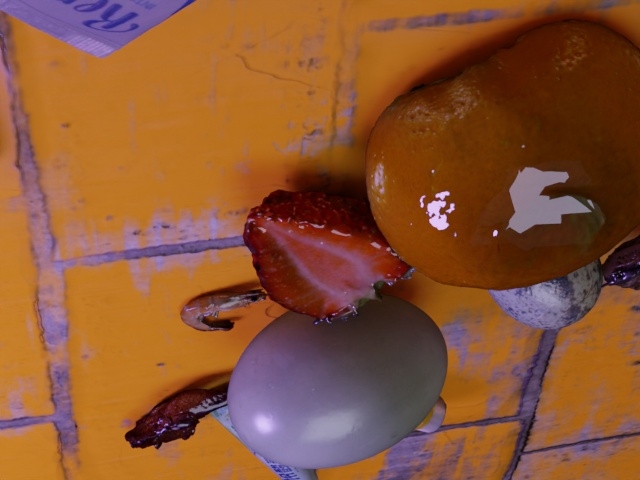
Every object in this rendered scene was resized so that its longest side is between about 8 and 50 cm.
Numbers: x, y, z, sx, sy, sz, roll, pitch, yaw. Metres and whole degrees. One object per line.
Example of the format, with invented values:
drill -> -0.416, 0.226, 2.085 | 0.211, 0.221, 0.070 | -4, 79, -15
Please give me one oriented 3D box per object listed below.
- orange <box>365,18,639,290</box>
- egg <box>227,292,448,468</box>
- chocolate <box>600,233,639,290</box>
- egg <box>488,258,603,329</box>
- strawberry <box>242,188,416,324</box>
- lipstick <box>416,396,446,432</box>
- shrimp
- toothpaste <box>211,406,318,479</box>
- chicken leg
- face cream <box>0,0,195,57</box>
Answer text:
orange -> 0.211, -0.076, 1.652 | 0.334, 0.196, 0.263 | -20, 117, 14
egg -> 0.022, 0.169, 1.907 | 0.282, 0.203, 0.203 | -22, 149, -19
chocolate -> 0.452, 0.035, 1.949 | 0.102, 0.065, 0.329 | -24, 160, 31
egg -> 0.259, 0.034, 1.873 | 0.172, 0.132, 0.132 | 32, 125, -34
strawberry -> -0.013, 0.007, 1.768 | 0.228, 0.098, 0.174 | 16, 135, -33
lipstick -> 0.059, 0.206, 2.106 | 0.264, 0.059, 0.059 | 20, 133, -38
shrimp -> -0.111, 0.085, 1.906 | 0.114, 0.023, 0.083 | -15, 149, 11
toothpaste -> -0.074, 0.274, 2.169 | 0.074, 0.048, 0.297 | -18, 142, 16
chicken leg -> -0.173, 0.228, 2.049 | 0.205, 0.053, 0.093 | -27, 150, 37
face cream -> -0.130, -0.288, 1.322 | 0.420, 0.137, 0.234 | -25, 147, 34
